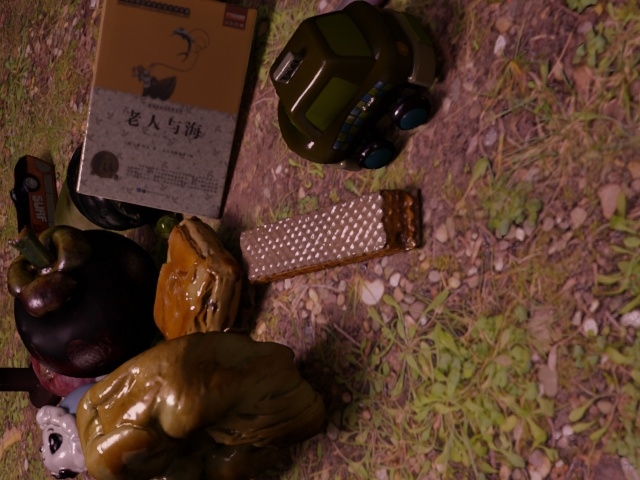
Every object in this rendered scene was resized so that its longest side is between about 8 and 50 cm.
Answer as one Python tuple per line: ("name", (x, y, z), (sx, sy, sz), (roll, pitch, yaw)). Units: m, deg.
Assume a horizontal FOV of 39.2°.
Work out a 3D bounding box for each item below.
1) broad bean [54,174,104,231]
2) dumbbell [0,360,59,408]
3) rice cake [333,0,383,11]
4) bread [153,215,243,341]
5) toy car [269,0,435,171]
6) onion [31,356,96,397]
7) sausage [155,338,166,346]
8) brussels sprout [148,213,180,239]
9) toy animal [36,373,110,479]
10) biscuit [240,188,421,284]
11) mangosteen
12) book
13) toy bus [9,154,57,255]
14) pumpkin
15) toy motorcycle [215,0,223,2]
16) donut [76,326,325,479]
("broad bean", (-0.526, -0.090, 1.980), (0.263, 0.121, 0.189), (-12, 72, 51))
("dumbbell", (-0.718, 0.320, 2.068), (0.124, 0.225, 0.140), (-37, 59, 38))
("rice cake", (0.046, -0.341, 1.377), (0.270, 0.049, 0.055), (-46, 30, 36))
("bread", (-0.222, 0.098, 1.564), (0.210, 0.099, 0.235), (49, 132, 51))
("toy car", (0.019, -0.223, 1.274), (0.248, 0.198, 0.204), (-50, 50, 35))
("onion", (-0.570, 0.208, 1.992), (0.227, 0.120, 0.283), (-15, 73, 44))
("sausage", (-0.302, 0.349, 1.684), (0.082, 0.082, 0.371), (17, 97, 50))
("brussels sprout", (-0.306, -0.026, 1.768), (0.083, 0.046, 0.051), (-5, 85, 60))
("toy animal", (-0.456, 0.362, 1.758), (0.156, 0.204, 0.208), (62, 152, 3))
("biscuit", (0.000, 0.000, 1.378), (0.379, 0.054, 0.094), (-14, 75, 49))
("mangosteen", (-0.446, 0.118, 1.709), (0.313, 0.297, 0.297), (64, -153, -82))
("book", (-0.276, -0.244, 1.597), (0.032, 0.269, 0.389), (-93, 14, -76))
("toy bus", (-0.689, -0.012, 2.186), (0.093, 0.092, 0.408), (-32, 61, 41))
("pumpkin", (-0.384, -0.143, 1.749), (0.250, 0.216, 0.250), (-21, 43, 21))
("toy motorcycle", (-0.255, -0.451, 1.660), (0.108, 0.173, 0.307), (-21, 70, 49))
("donut", (-0.175, 0.270, 1.345), (0.360, 0.360, 0.170), (-47, 50, 36))
